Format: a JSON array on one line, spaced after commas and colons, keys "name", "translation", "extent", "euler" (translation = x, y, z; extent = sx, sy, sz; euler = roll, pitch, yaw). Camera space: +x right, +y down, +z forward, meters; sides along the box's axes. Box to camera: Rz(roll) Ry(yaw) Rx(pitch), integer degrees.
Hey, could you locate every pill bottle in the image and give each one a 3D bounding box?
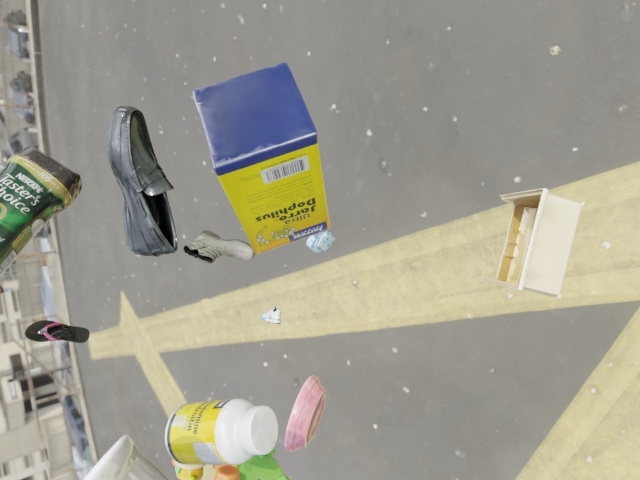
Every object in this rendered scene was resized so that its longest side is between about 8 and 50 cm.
[{"name": "pill bottle", "translation": [-0.168, 0.327, 0.789], "extent": [0.184, 0.103, 0.103], "euler": [-15, 85, 28]}]

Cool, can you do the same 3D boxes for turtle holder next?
[{"name": "turtle holder", "translation": [-0.281, 0.864, 1.634], "extent": [0.320, 0.243, 0.227], "euler": [38, 126, -7]}]

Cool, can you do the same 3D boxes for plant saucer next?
[{"name": "plant saucer", "translation": [-0.056, 0.768, 2.031], "extent": [0.084, 0.332, 0.332], "euler": [16, 112, 15]}]

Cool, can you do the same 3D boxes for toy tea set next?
[{"name": "toy tea set", "translation": [-0.316, 0.641, 1.286], "extent": [0.336, 0.199, 0.124], "euler": [-176, 94, -77]}]

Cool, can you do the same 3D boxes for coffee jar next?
[{"name": "coffee jar", "translation": [-0.423, -0.044, 0.634], "extent": [0.096, 0.184, 0.079], "euler": [33, 147, -7]}]

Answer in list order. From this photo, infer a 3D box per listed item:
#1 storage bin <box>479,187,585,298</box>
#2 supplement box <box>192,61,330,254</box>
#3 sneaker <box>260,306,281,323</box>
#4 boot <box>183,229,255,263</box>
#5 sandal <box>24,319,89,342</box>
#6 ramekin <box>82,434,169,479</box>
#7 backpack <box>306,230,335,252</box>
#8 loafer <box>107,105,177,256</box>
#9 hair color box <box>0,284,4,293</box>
[{"name": "storage bin", "translation": [0.572, 0.007, 1.285], "extent": [0.260, 0.123, 0.262], "euler": [-165, 88, -84]}, {"name": "supplement box", "translation": [-0.109, -0.153, 0.984], "extent": [0.357, 0.195, 0.194], "euler": [79, 171, -62]}, {"name": "sneaker", "translation": [-0.246, 0.382, 2.383], "extent": [0.190, 0.071, 0.083], "euler": [-5, 70, 58]}, {"name": "boot", "translation": [-0.385, 0.050, 1.760], "extent": [0.246, 0.161, 0.084], "euler": [17, 116, 3]}, {"name": "sandal", "translation": [-0.814, 0.284, 1.434], "extent": [0.040, 0.179, 0.067], "euler": [-26, 57, 55]}, {"name": "ramekin", "translation": [-0.286, 0.397, 0.557], "extent": [0.135, 0.277, 0.277], "euler": [40, 135, -5]}, {"name": "backpack", "translation": [0.000, 0.000, 2.029], "extent": [0.114, 0.105, 0.084], "euler": [-52, 52, 2]}, {"name": "loafer", "translation": [-0.254, -0.084, 0.681], "extent": [0.078, 0.076, 0.223], "euler": [1, 108, 13]}, {"name": "hair color box", "translation": [-0.906, 0.134, 1.201], "extent": [0.043, 0.141, 0.072], "euler": [-12, 106, 9]}]
